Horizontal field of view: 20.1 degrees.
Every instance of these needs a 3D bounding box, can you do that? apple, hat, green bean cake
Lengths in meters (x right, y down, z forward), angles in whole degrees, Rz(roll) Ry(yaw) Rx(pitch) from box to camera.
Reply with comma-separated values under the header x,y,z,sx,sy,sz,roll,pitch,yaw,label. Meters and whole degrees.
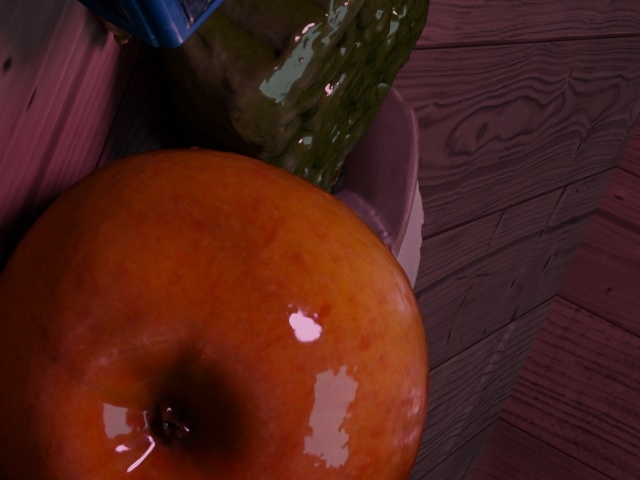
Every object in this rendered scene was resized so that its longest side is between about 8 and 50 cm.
x,y,z,sx,sy,sz,roll,pitch,yaw,label
-0.077,0.090,1.117,0.299,0.299,0.275,-63,178,1,apple
0.006,0.005,1.567,0.258,0.168,0.301,89,7,-72,hat
-0.017,-0.144,1.229,0.222,0.125,0.248,-59,163,-12,green bean cake

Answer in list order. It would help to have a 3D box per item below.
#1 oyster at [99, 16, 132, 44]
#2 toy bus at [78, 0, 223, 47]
x,y,z,sx,sy,sz,roll,pitch,yaw,label
-0.116,-0.167,1.091,0.081,0.038,0.083,142,-47,-68,oyster
-0.099,-0.204,0.906,0.134,0.113,0.246,-53,164,-11,toy bus
